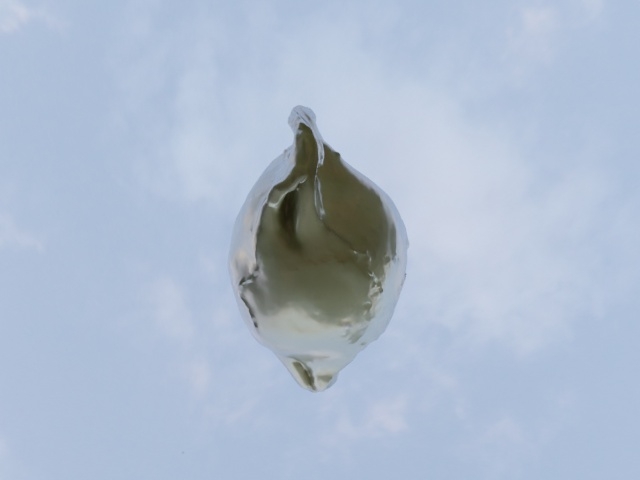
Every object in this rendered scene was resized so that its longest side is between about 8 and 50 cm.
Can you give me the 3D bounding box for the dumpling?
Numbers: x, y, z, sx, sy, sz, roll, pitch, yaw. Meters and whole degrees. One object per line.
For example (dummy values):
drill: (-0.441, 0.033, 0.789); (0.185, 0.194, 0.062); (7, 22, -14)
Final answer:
dumpling: (0.000, 0.000, 0.964); (0.147, 0.258, 0.193); (-1, -138, 10)
